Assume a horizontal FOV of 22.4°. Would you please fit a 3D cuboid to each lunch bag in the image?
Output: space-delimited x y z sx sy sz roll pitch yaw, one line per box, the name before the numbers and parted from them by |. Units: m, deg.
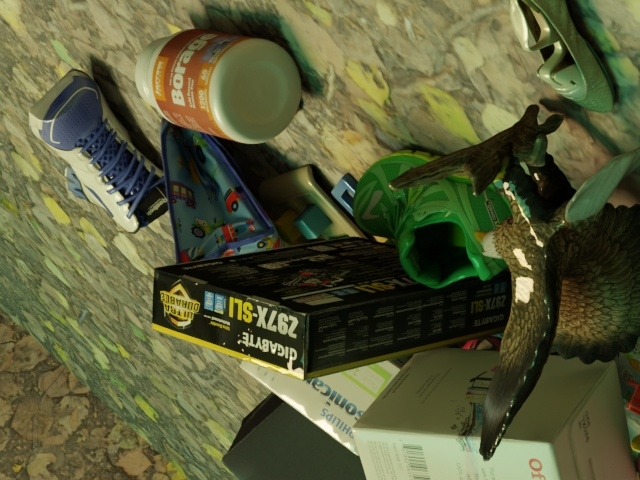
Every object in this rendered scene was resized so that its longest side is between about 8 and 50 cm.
lunch bag | -0.141 -0.031 2.164 0.221 0.138 0.293 66 179 -53

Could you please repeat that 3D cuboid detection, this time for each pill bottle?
pill bottle | -0.128 -0.186 1.905 0.216 0.121 0.121 17 145 53

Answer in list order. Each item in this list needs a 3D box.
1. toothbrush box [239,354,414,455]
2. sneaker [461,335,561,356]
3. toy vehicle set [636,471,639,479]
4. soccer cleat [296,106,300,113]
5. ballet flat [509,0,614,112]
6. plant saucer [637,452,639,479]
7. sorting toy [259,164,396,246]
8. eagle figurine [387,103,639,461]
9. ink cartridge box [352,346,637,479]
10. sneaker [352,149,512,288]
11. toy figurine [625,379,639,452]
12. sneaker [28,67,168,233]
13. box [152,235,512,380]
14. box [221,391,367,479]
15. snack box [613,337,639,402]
toothbrush box | 0.068 0.182 2.029 0.206 0.122 0.283 34 -173 32
sneaker | 0.244 0.212 1.889 0.112 0.121 0.299 20 146 33
toy vehicle set | 0.424 0.382 1.877 0.166 0.035 0.266 -17 112 47
soccer cleat | -0.050 -0.152 1.935 0.029 0.035 0.083 49 160 -4
ballet flat | 0.197 -0.167 1.385 0.057 0.052 0.168 14 142 56
plant saucer | 0.474 0.296 1.634 0.332 0.084 0.332 40 161 17
sorting toy | 0.000 0.000 2.102 0.196 0.047 0.348 51 160 -10
eagle figurine | 0.212 0.032 1.505 0.225 0.226 0.298 -77 -31 -74
ink cartridge box | 0.188 0.227 1.690 0.233 0.168 0.171 2 119 34
sneaker | 0.112 -0.021 1.724 0.295 0.123 0.109 11 137 58
toy figurine | 0.467 0.155 1.395 0.217 0.191 0.362 25 172 -30
sneaker | -0.304 -0.118 2.415 0.182 0.127 0.315 35 164 22
box | 0.014 0.067 1.795 0.257 0.322 0.079 16 108 44
box | 0.048 0.352 2.322 0.343 0.179 0.312 47 -175 -2
snack box | 0.297 0.104 1.710 0.141 0.037 0.100 39 159 22
